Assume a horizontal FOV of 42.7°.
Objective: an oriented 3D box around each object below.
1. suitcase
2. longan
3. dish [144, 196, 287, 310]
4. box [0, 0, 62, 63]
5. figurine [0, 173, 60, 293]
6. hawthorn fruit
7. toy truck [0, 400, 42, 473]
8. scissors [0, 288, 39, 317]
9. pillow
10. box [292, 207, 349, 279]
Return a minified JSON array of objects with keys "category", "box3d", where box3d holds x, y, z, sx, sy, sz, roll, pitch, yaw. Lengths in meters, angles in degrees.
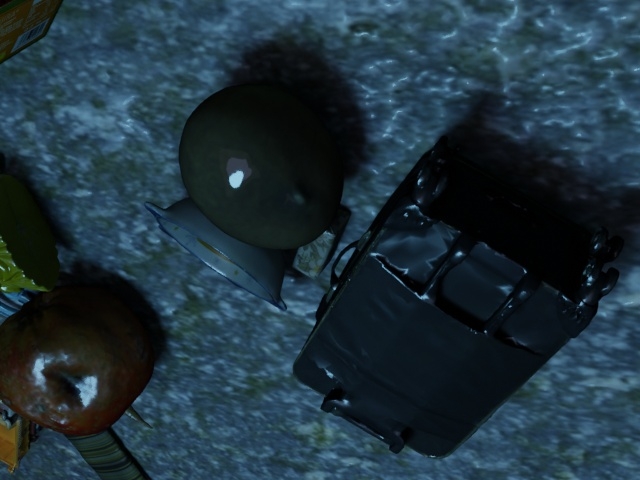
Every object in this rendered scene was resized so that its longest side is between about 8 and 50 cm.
[{"category":"suitcase","box3d":[0.148,0.083,1.043,0.283,0.194,0.434,30,131,1]},{"category":"longan","box3d":[-0.072,-0.091,1.013,0.197,0.196,0.220,-29,121,37]},{"category":"dish","box3d":[-0.131,-0.007,1.160,0.228,0.086,0.236,22,161,46]},{"category":"box","box3d":[-0.439,-0.321,1.005,0.177,0.195,0.148,41,131,-8]},{"category":"figurine","box3d":[-0.601,0.039,1.301,0.315,0.168,0.187,-20,126,10]},{"category":"hawthorn fruit","box3d":[-0.410,0.197,1.358,0.258,0.258,0.261,7,147,20]},{"category":"toy truck","box3d":[-0.614,0.331,1.609,0.114,0.135,0.270,25,131,6]},{"category":"scissors","box3d":[-0.637,0.016,1.425,0.393,0.032,0.180,32,129,-11]},{"category":"pillow","box3d":[-0.441,0.439,1.677,0.113,0.038,0.203,-14,118,28]},{"category":"box","box3d":[0.000,0.000,1.136,0.045,0.062,0.098,30,133,7]}]
